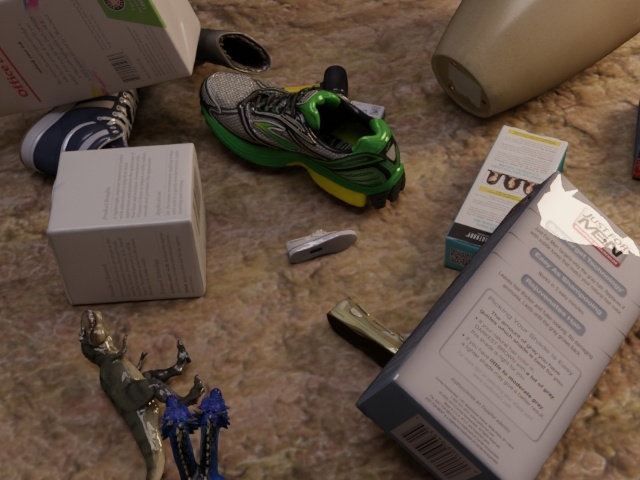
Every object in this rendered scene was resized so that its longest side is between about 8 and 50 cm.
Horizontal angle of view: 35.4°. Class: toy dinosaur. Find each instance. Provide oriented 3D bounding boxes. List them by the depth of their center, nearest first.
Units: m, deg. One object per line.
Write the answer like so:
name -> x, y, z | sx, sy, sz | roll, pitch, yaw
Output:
toy dinosaur -> -0.205, 0.182, 1.216 | 0.118, 0.064, 0.268 | -26, 53, -10

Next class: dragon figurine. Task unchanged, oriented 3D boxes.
dragon figurine -> -0.129, 0.296, 1.046 | 0.085, 0.144, 0.289 | -5, 48, 0

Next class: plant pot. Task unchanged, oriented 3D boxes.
plant pot -> 0.309, -0.325, 1.540 | 0.274, 0.256, 0.256 | -43, 57, -12

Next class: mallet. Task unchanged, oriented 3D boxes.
mallet -> -0.048, -0.227, 1.570 | 0.190, 0.039, 0.062 | -12, 50, 1

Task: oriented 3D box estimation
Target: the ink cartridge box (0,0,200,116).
ink cartridge box -> -0.377, -0.308, 1.437 | 0.353, 0.207, 0.119 | -10, 51, 15

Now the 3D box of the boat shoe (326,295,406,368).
boat shoe -> 0.076, 0.120, 1.256 | 0.153, 0.056, 0.048 | 30, 60, 36

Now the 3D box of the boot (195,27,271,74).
boot -> -0.197, -0.314, 1.568 | 0.190, 0.076, 0.208 | 14, 14, -31

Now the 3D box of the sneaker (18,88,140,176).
sneaker -> -0.310, -0.190, 1.529 | 0.153, 0.099, 0.282 | 22, 59, 28

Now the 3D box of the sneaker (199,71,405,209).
sneaker -> -0.028, -0.179, 1.447 | 0.344, 0.146, 0.134 | 24, 59, 22

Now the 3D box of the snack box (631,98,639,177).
snack box -> 0.570, -0.156, 1.464 | 0.207, 0.070, 0.174 | 10, 49, 10

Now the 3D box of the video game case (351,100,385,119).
video game case -> 0.005, -0.170, 1.546 | 0.157, 0.019, 0.143 | 13, 50, 14

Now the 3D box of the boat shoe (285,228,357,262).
boat shoe -> 0.000, 0.000, 1.383 | 0.100, 0.035, 0.035 | -19, 52, -5

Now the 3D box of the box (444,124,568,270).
box -> 0.261, -0.053, 1.396 | 0.101, 0.060, 0.244 | 18, 51, 18

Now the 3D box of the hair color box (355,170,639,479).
hair color box -> 0.230, 0.110, 1.171 | 0.185, 0.113, 0.374 | 43, 59, 2

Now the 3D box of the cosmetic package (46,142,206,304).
cosmetic package -> -0.251, -0.022, 1.338 | 0.184, 0.151, 0.151 | -4, 47, 0
